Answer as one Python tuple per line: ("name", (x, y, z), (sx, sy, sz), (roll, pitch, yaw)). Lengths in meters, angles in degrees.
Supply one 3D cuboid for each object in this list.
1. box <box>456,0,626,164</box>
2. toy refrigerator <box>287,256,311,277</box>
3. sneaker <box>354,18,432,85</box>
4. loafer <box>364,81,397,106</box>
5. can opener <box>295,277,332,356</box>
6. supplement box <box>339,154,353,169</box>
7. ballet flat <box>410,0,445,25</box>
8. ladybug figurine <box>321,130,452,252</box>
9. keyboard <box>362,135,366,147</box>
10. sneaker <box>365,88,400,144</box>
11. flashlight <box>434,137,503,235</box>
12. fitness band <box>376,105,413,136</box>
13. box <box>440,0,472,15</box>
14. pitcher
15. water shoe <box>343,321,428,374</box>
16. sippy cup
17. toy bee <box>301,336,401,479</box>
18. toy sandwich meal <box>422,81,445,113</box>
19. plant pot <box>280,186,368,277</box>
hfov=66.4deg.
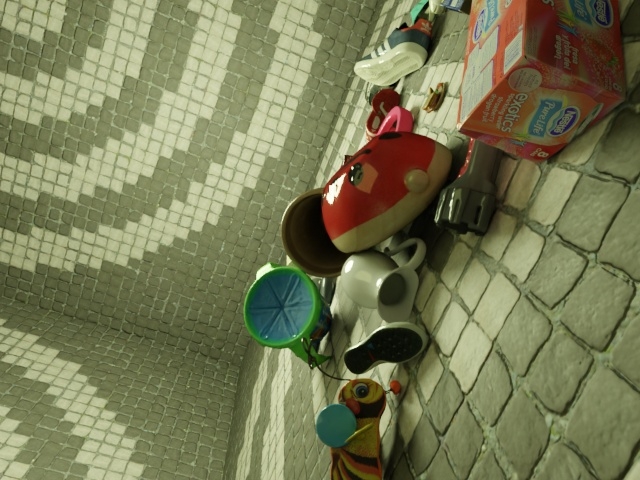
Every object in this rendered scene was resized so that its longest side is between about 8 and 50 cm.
("box", (0.300, -0.281, 0.681), (0.154, 0.142, 0.300), (127, 160, -61))
("toy refrigerator", (0.000, 0.000, 1.700), (0.269, 0.102, 0.094), (-49, 22, 22))
("sneaker", (0.242, -0.617, 1.601), (0.350, 0.131, 0.148), (10, 78, 60))
("loafer", (0.240, -0.586, 1.744), (0.084, 0.096, 0.268), (-99, 31, -44))
("can opener", (-0.018, 0.246, 1.617), (0.095, 0.075, 0.284), (125, 160, -61))
("supplement box", (0.098, -0.194, 1.649), (0.239, 0.073, 0.130), (117, 158, -84))
("ballet flat", (0.346, -0.714, 1.483), (0.247, 0.083, 0.087), (165, 99, -78))
("ladybug figurine", (0.121, -0.118, 1.076), (0.305, 0.162, 0.449), (-48, 7, -12))
("keyboard", (0.178, -0.342, 1.832), (0.256, 0.014, 0.072), (-91, 22, -63))
("sneaker", (0.196, -0.404, 1.654), (0.221, 0.087, 0.128), (-59, -9, -28))
("flashlight", (0.260, -0.163, 0.813), (0.103, 0.103, 0.304), (34, -108, -73))
("fitness band", (0.194, -0.258, 1.475), (0.209, 0.054, 0.291), (-97, 26, -68))
("box", (0.381, -0.671, 1.280), (0.225, 0.036, 0.137), (-93, 24, -61))
("pitcher", (0.135, 0.066, 1.033), (0.178, 0.125, 0.207), (-60, 20, -3))
("water shoe", (0.127, 0.192, 0.923), (0.080, 0.073, 0.203), (-21, -8, -47))
("sippy cup", (-0.076, 0.218, 1.464), (0.224, 0.239, 0.306), (42, -129, -62))
("toy bee", (0.070, 0.308, 0.856), (0.195, 0.162, 0.299), (42, -145, -84))
("toy sandwich meal", (0.285, -0.363, 1.240), (0.085, 0.029, 0.086), (-161, 90, -80))
("plant pot", (0.036, -0.046, 1.477), (0.263, 0.262, 0.229), (-67, -7, 20))
